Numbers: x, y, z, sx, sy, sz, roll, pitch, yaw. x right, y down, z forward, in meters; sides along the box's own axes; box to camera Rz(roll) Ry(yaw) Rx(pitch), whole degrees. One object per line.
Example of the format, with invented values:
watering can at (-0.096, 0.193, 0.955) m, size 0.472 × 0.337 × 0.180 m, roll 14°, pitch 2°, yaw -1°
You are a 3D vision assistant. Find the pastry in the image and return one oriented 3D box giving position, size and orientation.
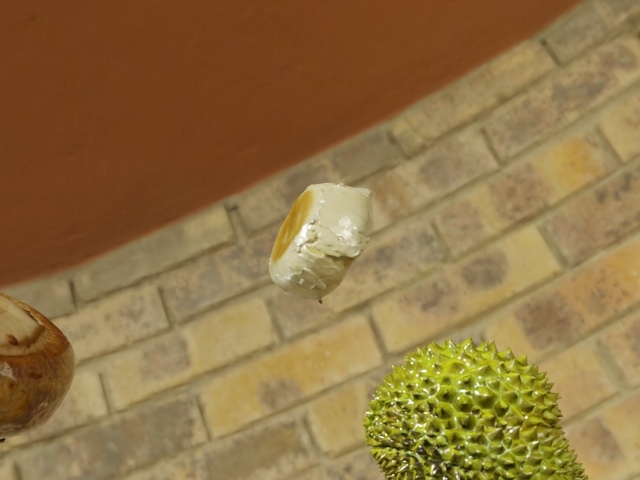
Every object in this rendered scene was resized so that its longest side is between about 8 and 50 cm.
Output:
pastry at (0.000, 0.000, 1.489) m, size 0.088 × 0.166 × 0.166 m, roll 26°, pitch -56°, yaw -15°

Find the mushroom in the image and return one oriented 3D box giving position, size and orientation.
mushroom at (-0.471, 0.120, 1.500) m, size 0.345 × 0.345 × 0.259 m, roll 8°, pitch -73°, yaw -35°

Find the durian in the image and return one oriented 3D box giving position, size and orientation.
durian at (0.130, 0.168, 0.943) m, size 0.146 × 0.198 × 0.159 m, roll -48°, pitch -8°, yaw 35°
